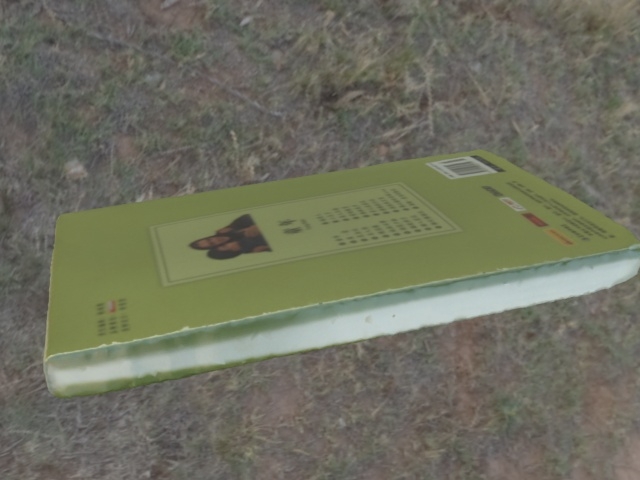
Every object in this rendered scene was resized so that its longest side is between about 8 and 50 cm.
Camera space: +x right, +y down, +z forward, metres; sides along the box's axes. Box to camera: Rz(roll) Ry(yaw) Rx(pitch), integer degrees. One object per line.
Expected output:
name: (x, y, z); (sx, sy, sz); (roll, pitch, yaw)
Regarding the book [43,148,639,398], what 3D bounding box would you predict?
book: (0.000, 0.000, 0.543); (0.352, 0.239, 0.035); (-10, 114, -12)
